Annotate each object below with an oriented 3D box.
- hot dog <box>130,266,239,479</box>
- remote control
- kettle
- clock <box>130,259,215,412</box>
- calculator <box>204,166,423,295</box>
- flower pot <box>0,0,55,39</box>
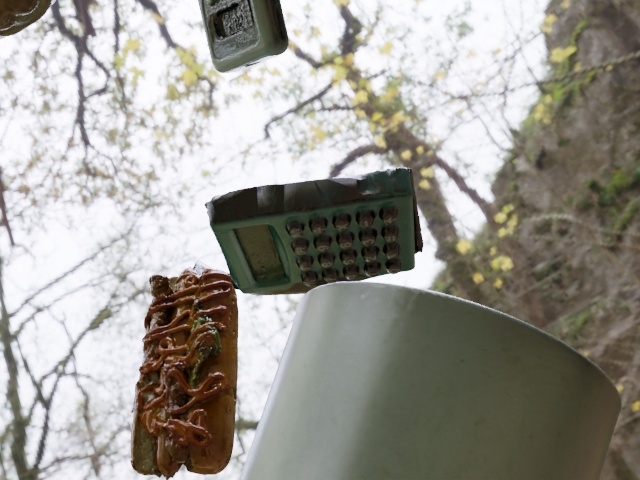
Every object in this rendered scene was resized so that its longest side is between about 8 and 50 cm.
[{"bbox_3d":[-0.205,0.190,1.406,0.158,0.349,0.117,-7,-33,13],"label":"hot dog"},{"bbox_3d":[-0.123,-0.381,1.236,0.056,0.296,0.140,-17,6,-43],"label":"remote control"},{"bbox_3d":[0.079,0.274,0.657,0.361,0.376,0.250,33,-26,-24],"label":"kettle"},{"bbox_3d":[-0.275,0.193,1.785,0.066,0.319,0.319,24,-44,-7],"label":"clock"},{"bbox_3d":[0.000,0.000,1.198,0.274,0.058,0.248,-7,-26,3],"label":"calculator"},{"bbox_3d":[-0.442,-0.360,1.029,0.307,0.307,0.244,-39,8,23],"label":"flower pot"}]
